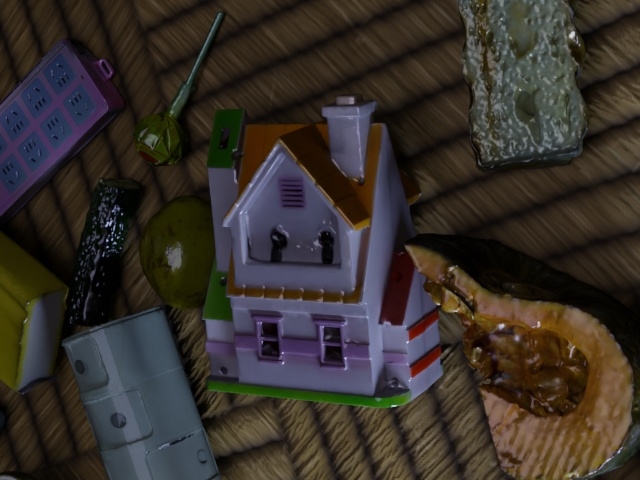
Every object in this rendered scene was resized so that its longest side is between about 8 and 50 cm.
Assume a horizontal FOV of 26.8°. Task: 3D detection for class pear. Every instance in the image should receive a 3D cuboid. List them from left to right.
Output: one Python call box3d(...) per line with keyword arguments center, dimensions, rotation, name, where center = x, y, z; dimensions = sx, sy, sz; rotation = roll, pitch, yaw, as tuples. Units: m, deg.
box3d(center=(-0.153, 0.013, 1.520), dimensions=(0.107, 0.107, 0.131), rotation=(16, 95, 26), name="pear")

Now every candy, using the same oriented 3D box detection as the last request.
box3d(center=(-0.154, -0.173, 1.533), dimensions=(0.194, 0.062, 0.058), rotation=(-62, 24, 11), name="candy")

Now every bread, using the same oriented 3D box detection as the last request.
box3d(center=(0.205, -0.182, 1.317), dimensions=(0.128, 0.088, 0.231), rotation=(0, 104, 37), name="bread")

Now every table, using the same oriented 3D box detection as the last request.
box3d(center=(-0.208, 0.198, 1.564), dimensions=(0.126, 0.126, 0.220), rotation=(-20, 88, 29), name="table")

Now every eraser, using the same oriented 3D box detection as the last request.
box3d(center=(-0.413, 0.065, 1.659), dimensions=(0.226, 0.069, 0.158), rotation=(34, 129, 25), name="eraser")

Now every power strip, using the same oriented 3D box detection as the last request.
box3d(center=(-0.354, -0.129, 1.646), dimensions=(0.279, 0.037, 0.109), rotation=(-40, 79, 27), name="power strip")

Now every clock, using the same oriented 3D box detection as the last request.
box3d(center=(0.000, 0.000, 1.406), dimensions=(0.235, 0.166, 0.309), rotation=(3, 105, 28), name="clock")

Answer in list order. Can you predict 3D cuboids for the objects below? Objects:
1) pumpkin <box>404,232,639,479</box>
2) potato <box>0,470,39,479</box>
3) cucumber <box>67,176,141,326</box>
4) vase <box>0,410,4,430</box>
box3d(center=(0.199, 0.123, 1.329), dimensions=(0.281, 0.139, 0.190), rotation=(25, 107, 25), name="pumpkin")
box3d(center=(-0.404, 0.419, 1.669), dimensions=(0.141, 0.176, 0.298), rotation=(9, 107, 3), name="potato")
box3d(center=(-0.263, 0.015, 1.608), dimensions=(0.058, 0.058, 0.187), rotation=(23, 106, 24), name="cucumber")
box3d(center=(-0.513, 0.193, 1.748), dimensions=(0.219, 0.096, 0.096), rotation=(35, 112, 17), name="vase")
